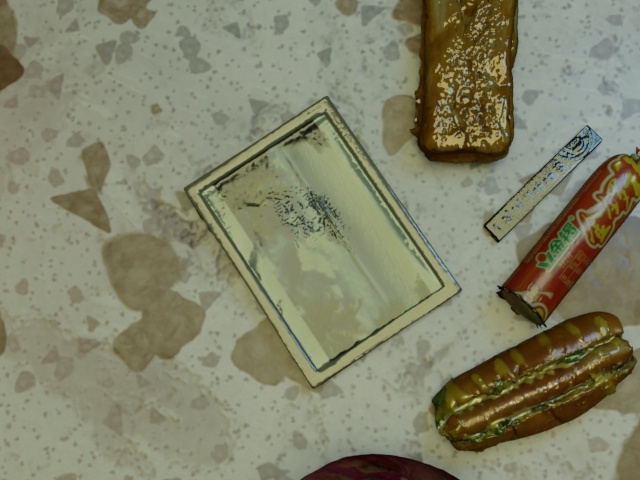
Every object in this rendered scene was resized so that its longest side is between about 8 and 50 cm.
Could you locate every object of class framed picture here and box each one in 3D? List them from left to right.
[{"bbox_3d":[0.000,0.000,1.603,0.232,0.024,0.315,-34,82,-4],"label":"framed picture"}]

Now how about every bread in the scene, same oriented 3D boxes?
[{"bbox_3d":[0.186,-0.235,1.602,0.139,0.077,0.271,1,80,7],"label":"bread"}]

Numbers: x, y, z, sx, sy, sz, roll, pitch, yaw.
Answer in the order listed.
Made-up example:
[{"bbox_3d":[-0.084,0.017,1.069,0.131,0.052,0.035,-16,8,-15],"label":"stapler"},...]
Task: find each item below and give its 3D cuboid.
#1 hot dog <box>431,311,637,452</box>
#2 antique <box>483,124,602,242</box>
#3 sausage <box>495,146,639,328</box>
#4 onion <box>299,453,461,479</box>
[{"bbox_3d":[0.268,0.181,1.540,0.269,0.072,0.115,-29,89,-2],"label":"hot dog"},{"bbox_3d":[0.288,-0.074,1.603,0.192,0.015,0.031,-44,82,-4],"label":"antique"},{"bbox_3d":[0.330,-0.015,1.565,0.083,0.083,0.264,38,84,8],"label":"sausage"},{"bbox_3d":[0.069,0.415,1.386,0.353,0.353,0.354,0,81,3],"label":"onion"}]
